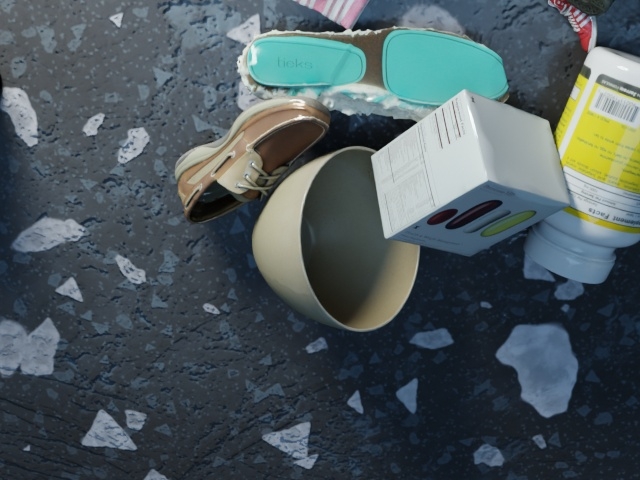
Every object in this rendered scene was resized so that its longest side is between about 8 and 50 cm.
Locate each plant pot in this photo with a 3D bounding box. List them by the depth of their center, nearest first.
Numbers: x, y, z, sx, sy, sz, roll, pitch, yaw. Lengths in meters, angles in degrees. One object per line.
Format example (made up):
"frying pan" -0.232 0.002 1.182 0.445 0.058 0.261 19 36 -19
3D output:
"plant pot" 0.000 0.000 1.280 0.191 0.284 0.284 -2 117 43

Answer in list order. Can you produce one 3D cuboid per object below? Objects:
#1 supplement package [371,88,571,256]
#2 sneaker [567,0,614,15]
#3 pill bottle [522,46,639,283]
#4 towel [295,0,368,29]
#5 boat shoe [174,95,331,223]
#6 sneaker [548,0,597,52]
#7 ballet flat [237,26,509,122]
"supplement package" 0.221 -0.090 1.188 0.194 0.149 0.203 10 151 -36
"sneaker" 0.360 -0.439 1.156 0.227 0.087 0.130 41 74 13
"pill bottle" 0.440 -0.111 1.224 0.188 0.188 0.334 17 113 -3
"towel" 0.002 -0.406 1.166 0.197 0.029 0.144 19 128 -28
"boat shoe" -0.105 -0.114 1.239 0.123 0.116 0.324 19 147 -39
"sneaker" 0.383 -0.342 1.210 0.067 0.042 0.118 -8 104 3
"ballet flat" 0.080 -0.253 1.227 0.409 0.147 0.147 7 112 3
